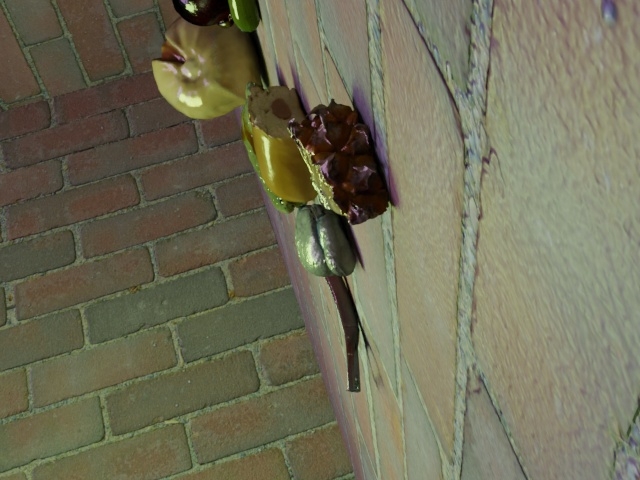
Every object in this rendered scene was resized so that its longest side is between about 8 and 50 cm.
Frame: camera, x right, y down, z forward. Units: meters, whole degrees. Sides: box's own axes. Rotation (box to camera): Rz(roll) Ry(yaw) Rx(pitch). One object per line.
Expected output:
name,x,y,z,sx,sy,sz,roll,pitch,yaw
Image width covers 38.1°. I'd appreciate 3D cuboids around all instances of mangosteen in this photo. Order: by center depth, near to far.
mangosteen,-0.190,-0.447,1.649,0.152,0.152,0.153,163,90,-85

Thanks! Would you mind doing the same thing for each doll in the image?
doll,0.000,0.000,1.322,0.214,0.071,0.104,-138,31,-74

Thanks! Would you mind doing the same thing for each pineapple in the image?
pineapple,0.020,-0.064,0.913,0.116,0.069,0.137,83,167,-60

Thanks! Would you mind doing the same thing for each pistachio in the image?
pistachio,-0.224,-0.359,1.901,0.309,0.229,0.230,-107,2,-69

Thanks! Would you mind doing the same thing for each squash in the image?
squash,-0.134,-0.426,1.559,0.183,0.052,0.052,84,169,-49

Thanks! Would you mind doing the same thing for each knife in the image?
knife,0.027,0.109,1.512,0.123,0.053,0.278,75,179,-77

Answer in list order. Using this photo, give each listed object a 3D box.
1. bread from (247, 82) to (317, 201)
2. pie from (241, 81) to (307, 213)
bread,-0.057,-0.141,1.410,0.134,0.085,0.173,-111,7,-45
pie,-0.080,-0.155,1.608,0.201,0.089,0.248,-118,9,-54
